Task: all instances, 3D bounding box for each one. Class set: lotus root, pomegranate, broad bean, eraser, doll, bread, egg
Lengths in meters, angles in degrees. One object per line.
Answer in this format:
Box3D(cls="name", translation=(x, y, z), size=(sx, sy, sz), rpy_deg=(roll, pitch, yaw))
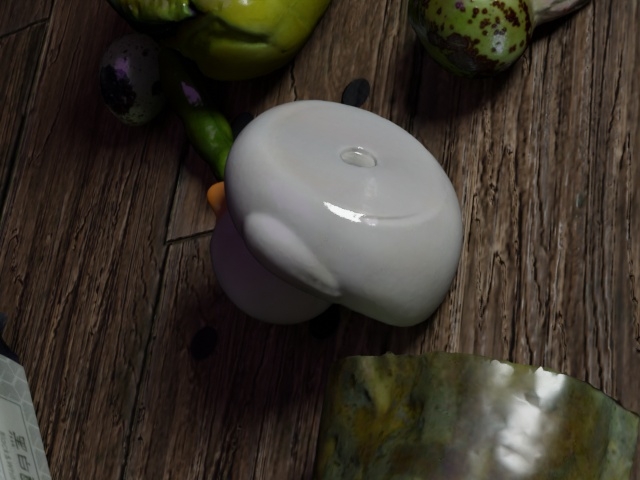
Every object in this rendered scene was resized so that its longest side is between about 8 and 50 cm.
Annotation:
Box3D(cls="lotus root", translation=(0.074, 0.226, 1.123), size=(0.267, 0.149, 0.260), rpy_deg=(-3, 64, 44))
Box3D(cls="pomegranate", translation=(0.155, -0.223, 1.331), size=(0.163, 0.125, 0.138), rpy_deg=(-32, 36, 23))
Box3D(cls="broad bean", translation=(-0.121, -0.123, 1.565), size=(0.046, 0.065, 0.254), rpy_deg=(-17, 49, -19))
Box3D(cls="eraser", translation=(-0.348, 0.228, 1.532), size=(0.096, 0.098, 0.404), rpy_deg=(-40, 46, 16))
Box3D(cls="doll", translation=(0.000, 0.000, 1.315), size=(0.251, 0.221, 0.221), rpy_deg=(32, 88, 20))
Box3D(cls="bread", translation=(-0.064, -0.347, 1.539), size=(0.251, 0.208, 0.376), rpy_deg=(16, 77, 39))
Box3D(cls="egg", translation=(-0.209, -0.182, 1.661), size=(0.085, 0.085, 0.110), rpy_deg=(-9, 67, 38))
